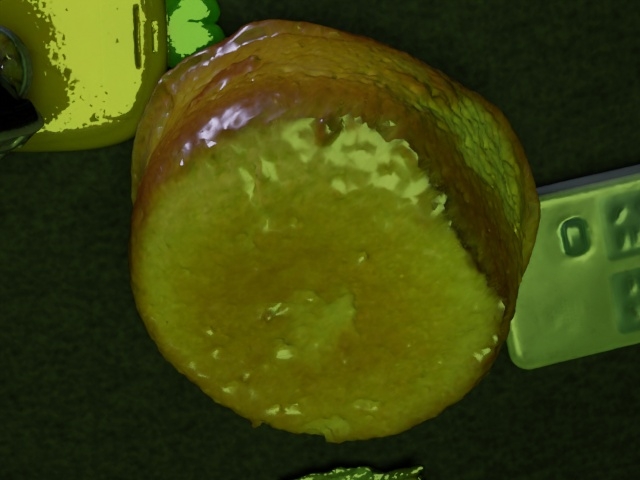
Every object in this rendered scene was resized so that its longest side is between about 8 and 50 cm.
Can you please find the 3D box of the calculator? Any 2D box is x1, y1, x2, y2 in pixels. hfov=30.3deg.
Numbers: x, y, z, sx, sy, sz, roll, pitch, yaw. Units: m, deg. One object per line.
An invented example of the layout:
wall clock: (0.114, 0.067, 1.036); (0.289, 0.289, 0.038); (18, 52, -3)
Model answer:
calculator: (-0.175, -0.127, 0.739); (0.235, 0.032, 0.146); (-2, 104, -4)

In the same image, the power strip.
power strip: (0.232, 0.005, 0.811); (0.270, 0.046, 0.118); (-13, 105, -3)

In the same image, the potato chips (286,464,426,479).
potato chips: (-0.019, 0.212, 0.840); (0.207, 0.028, 0.092); (-13, 103, -5)

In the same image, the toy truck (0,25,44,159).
toy truck: (-0.331, -0.150, 0.645); (0.367, 0.146, 0.175); (45, 102, -2)

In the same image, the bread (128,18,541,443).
bread: (0.000, 0.000, 0.722); (0.268, 0.146, 0.268); (2, 116, 5)
